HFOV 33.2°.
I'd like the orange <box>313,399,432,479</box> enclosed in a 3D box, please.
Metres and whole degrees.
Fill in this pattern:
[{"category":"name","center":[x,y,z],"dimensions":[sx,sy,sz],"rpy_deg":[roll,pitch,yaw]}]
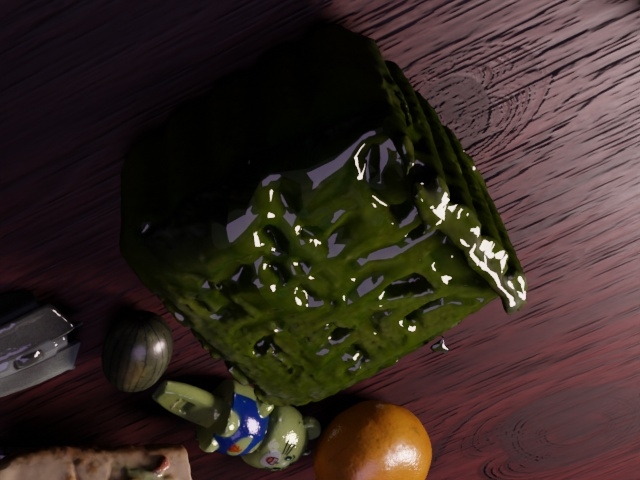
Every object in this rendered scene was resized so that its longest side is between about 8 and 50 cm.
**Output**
[{"category":"orange","center":[0.064,0.275,1.368],"dimensions":[0.156,0.124,0.156],"rpy_deg":[-18,127,-24]}]

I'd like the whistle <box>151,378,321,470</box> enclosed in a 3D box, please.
[{"category":"whistle","center":[-0.102,0.224,1.321],"dimensions":[0.227,0.085,0.105],"rpy_deg":[28,123,-28]}]

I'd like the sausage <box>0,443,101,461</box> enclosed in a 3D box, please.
[{"category":"sausage","center":[-0.363,0.270,1.354],"dimensions":[0.198,0.025,0.028],"rpy_deg":[4,126,-13]}]

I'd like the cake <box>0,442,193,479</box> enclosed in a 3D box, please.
[{"category":"cake","center":[-0.271,0.409,1.292],"dimensions":[0.256,0.290,0.282],"rpy_deg":[2,155,-14]}]

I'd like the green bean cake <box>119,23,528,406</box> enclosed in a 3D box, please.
[{"category":"green bean cake","center":[0.000,0.000,1.066],"dimensions":[0.319,0.218,0.335],"rpy_deg":[-33,126,17]}]

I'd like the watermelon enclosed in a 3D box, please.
[{"category":"watermelon","center":[-0.210,0.128,1.228],"dimensions":[0.078,0.078,0.110],"rpy_deg":[13,126,-20]}]

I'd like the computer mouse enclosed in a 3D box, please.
[{"category":"computer mouse","center":[-0.378,0.132,1.204],"dimensions":[0.231,0.071,0.126],"rpy_deg":[-10,131,-3]}]
